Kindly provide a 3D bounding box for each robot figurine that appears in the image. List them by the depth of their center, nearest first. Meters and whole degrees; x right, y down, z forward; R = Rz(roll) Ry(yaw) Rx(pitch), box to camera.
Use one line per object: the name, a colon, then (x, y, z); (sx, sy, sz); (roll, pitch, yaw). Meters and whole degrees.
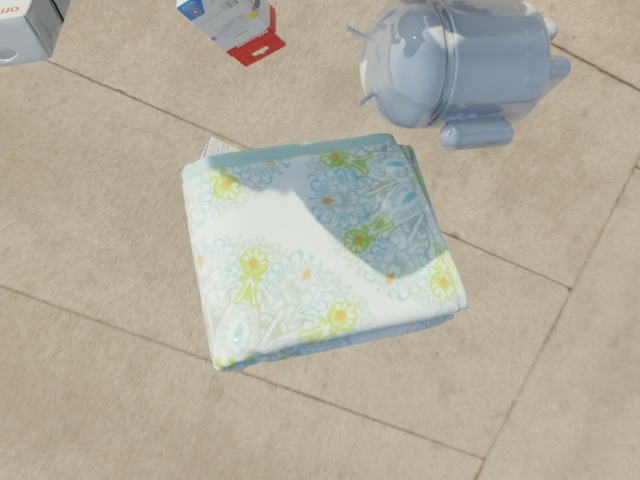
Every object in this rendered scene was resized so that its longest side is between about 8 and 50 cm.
robot figurine: (0.212, -0.280, 0.968); (0.353, 0.200, 0.300); (-7, 69, -18)

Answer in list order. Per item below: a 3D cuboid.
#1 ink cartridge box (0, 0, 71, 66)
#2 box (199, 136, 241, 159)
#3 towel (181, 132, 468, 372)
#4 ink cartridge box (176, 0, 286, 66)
ink cartridge box: (-0.515, -0.393, 1.026); (0.152, 0.209, 0.087); (-7, 145, 6)
box: (-0.258, -0.197, 1.656); (0.137, 0.126, 0.072); (25, 121, -16)
towel: (0.000, 0.000, 0.911); (0.374, 0.090, 0.321); (-10, 63, -11)
ink cartridge box: (-0.193, -0.505, 1.377); (0.134, 0.078, 0.231); (-18, 150, 29)
